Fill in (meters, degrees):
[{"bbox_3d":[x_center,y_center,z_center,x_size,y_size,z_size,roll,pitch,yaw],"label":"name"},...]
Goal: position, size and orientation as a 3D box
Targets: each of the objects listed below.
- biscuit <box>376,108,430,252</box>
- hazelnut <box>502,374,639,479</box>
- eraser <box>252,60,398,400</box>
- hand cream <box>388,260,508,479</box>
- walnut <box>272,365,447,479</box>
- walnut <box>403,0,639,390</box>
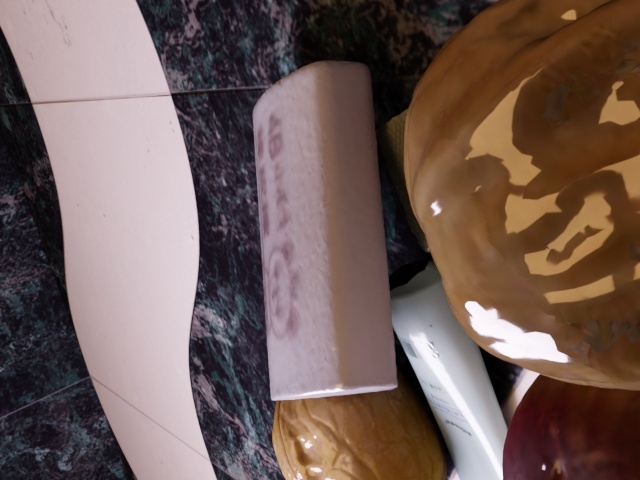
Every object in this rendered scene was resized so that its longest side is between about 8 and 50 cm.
[{"bbox_3d":[0.105,-0.057,0.722,0.121,0.040,0.199,68,161,0],"label":"biscuit"},{"bbox_3d":[0.202,0.155,0.608,0.204,0.178,0.178,-32,83,54],"label":"hazelnut"},{"bbox_3d":[0.000,0.000,0.823,0.174,0.095,0.270,153,116,-66],"label":"eraser"},{"bbox_3d":[0.132,0.165,0.868,0.109,0.067,0.320,9,124,59],"label":"hand cream"},{"bbox_3d":[0.036,0.204,0.946,0.207,0.167,0.167,60,152,14],"label":"walnut"},{"bbox_3d":[0.166,-0.045,0.453,0.261,0.225,0.225,-34,79,28],"label":"walnut"}]
